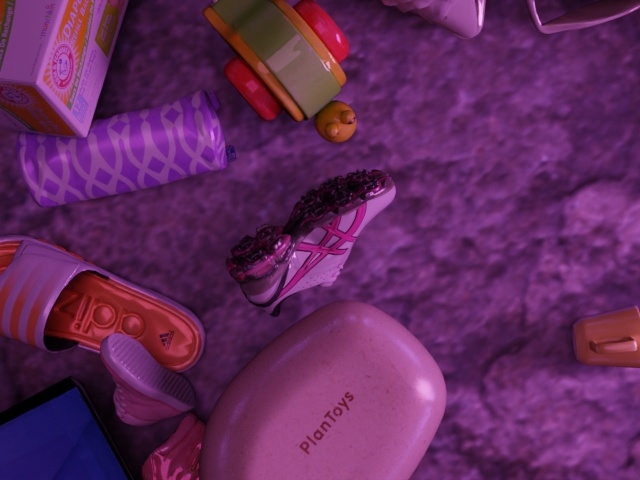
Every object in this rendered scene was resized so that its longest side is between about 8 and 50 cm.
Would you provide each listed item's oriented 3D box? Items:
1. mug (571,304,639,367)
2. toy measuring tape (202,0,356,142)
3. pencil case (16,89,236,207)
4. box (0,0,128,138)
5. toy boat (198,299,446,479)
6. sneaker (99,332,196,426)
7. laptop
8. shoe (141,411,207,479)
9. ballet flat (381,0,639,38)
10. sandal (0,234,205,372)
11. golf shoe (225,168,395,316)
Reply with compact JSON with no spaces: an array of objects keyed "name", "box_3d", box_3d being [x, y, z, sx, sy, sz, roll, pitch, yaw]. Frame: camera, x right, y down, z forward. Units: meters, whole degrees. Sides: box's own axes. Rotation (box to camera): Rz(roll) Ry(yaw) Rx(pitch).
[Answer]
[{"name":"mug","box_3d":[0.283,0.095,0.954,0.064,0.078,0.062,-6,61,10]},{"name":"toy measuring tape","box_3d":[-0.069,-0.213,0.885,0.121,0.121,0.330,-40,112,2]},{"name":"pencil case","box_3d":[-0.192,-0.093,0.950,0.206,0.086,0.088,-12,57,-1]},{"name":"box","box_3d":[-0.256,-0.212,0.894,0.103,0.114,0.203,9,73,13]},{"name":"toy boat","box_3d":[0.039,0.234,0.932,0.267,0.148,0.318,-43,86,-10]},{"name":"sneaker","box_3d":[-0.187,0.143,0.944,0.070,0.134,0.051,-26,48,16]},{"name":"laptop","box_3d":[-0.286,0.304,0.905,0.234,0.264,0.136,-28,128,18]},{"name":"shoe","box_3d":[-0.156,0.261,0.971,0.081,0.063,0.178,38,87,1]},{"name":"ballet flat","box_3d":[0.186,-0.257,0.920,0.409,0.147,0.147,-5,92,2]},{"name":"sandal","box_3d":[-0.243,0.065,0.957,0.265,0.076,0.102,17,92,0]},{"name":"golf shoe","box_3d":[0.000,0.000,0.964,0.186,0.067,0.086,-34,120,0]}]
